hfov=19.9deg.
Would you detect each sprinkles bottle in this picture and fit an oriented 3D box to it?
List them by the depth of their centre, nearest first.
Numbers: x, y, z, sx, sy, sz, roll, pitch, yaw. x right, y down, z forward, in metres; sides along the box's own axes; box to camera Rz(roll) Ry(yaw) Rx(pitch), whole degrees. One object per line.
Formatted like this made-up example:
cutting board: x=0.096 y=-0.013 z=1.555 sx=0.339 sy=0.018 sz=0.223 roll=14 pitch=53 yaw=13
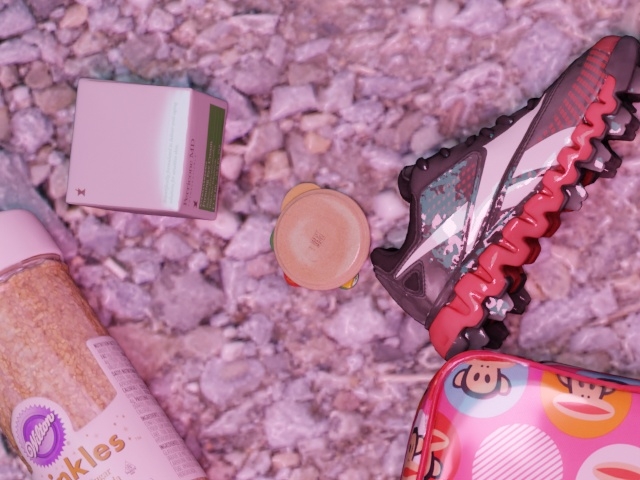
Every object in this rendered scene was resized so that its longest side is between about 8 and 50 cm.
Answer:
sprinkles bottle: x=-0.184 y=0.146 z=1.437 sx=0.121 sy=0.121 sz=0.355 roll=-39 pitch=76 yaw=12

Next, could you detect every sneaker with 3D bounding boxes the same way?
sneaker: x=0.136 y=-0.049 z=1.356 sx=0.135 sy=0.097 sz=0.276 roll=36 pitch=99 yaw=15

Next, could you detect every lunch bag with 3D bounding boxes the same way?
lunch bag: x=0.194 y=0.221 z=1.269 sx=0.293 sy=0.120 sz=0.258 roll=12 pitch=84 yaw=2

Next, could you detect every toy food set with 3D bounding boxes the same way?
toy food set: x=0.000 y=0.000 z=1.439 sx=0.083 sy=0.020 sz=0.083 roll=17 pitch=92 yaw=18

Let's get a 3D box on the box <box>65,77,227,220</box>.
box: x=-0.137 y=-0.072 z=1.454 sx=0.102 sy=0.087 sz=0.101 roll=6 pitch=88 yaw=19
